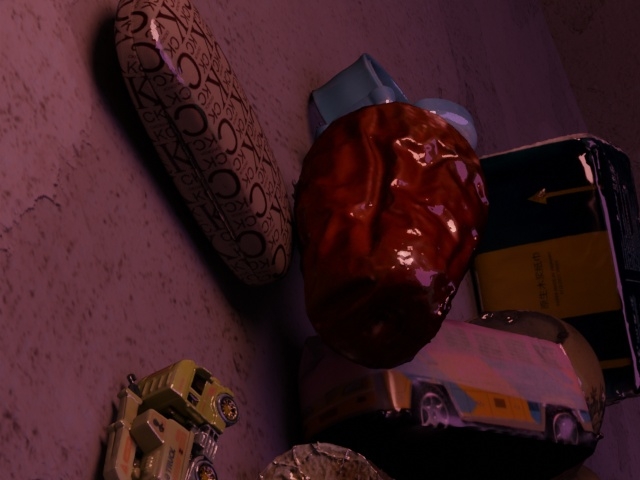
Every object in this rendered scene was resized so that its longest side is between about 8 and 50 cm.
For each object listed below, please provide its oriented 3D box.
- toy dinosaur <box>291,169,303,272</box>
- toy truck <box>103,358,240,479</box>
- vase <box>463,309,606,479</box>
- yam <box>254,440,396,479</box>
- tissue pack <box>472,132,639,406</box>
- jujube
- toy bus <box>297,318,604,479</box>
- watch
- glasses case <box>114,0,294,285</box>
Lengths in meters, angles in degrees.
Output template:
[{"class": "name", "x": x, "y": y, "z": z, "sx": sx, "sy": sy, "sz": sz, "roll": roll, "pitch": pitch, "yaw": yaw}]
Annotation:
[{"class": "toy dinosaur", "x": -0.002, "y": 0.000, "z": 1.916, "sx": 0.082, "sy": 0.039, "sz": 0.209, "roll": -78, "pitch": 155, "yaw": -53}, {"class": "toy truck", "x": -0.140, "y": 0.178, "z": 1.423, "sx": 0.100, "sy": 0.077, "sz": 0.169, "roll": 48, "pitch": 36, "yaw": -26}, {"class": "vase", "x": 0.238, "y": 0.278, "z": 2.163, "sx": 0.329, "sy": 0.241, "sz": 0.302, "roll": -31, "pitch": 123, "yaw": -39}, {"class": "yam", "x": 0.038, "y": 0.308, "z": 1.679, "sx": 0.254, "sy": 0.154, "sz": 0.154, "roll": 49, "pitch": 34, "yaw": -54}, {"class": "tissue pack", "x": 0.388, "y": 0.066, "z": 2.564, "sx": 0.264, "sy": 0.253, "sz": 0.417, "roll": 9, "pitch": 69, "yaw": -66}, {"class": "jujube", "x": 0.067, "y": -0.008, "z": 1.733, "sx": 0.342, "sy": 0.216, "sz": 0.216, "roll": -85, "pitch": 152, "yaw": -52}, {"class": "toy bus", "x": 0.136, "y": 0.183, "z": 1.878, "sx": 0.386, "sy": 0.171, "sz": 0.162, "roll": 13, "pitch": 52, "yaw": -42}, {"class": "watch", "x": 0.071, "y": -0.145, "z": 2.040, "sx": 0.211, "sy": 0.211, "sz": 0.193, "roll": 59, "pitch": 7, "yaw": -38}, {"class": "glasses case", "x": -0.112, "y": -0.103, "z": 1.640, "sx": 0.137, "sy": 0.085, "sz": 0.355, "roll": -86, "pitch": 155, "yaw": -49}]
